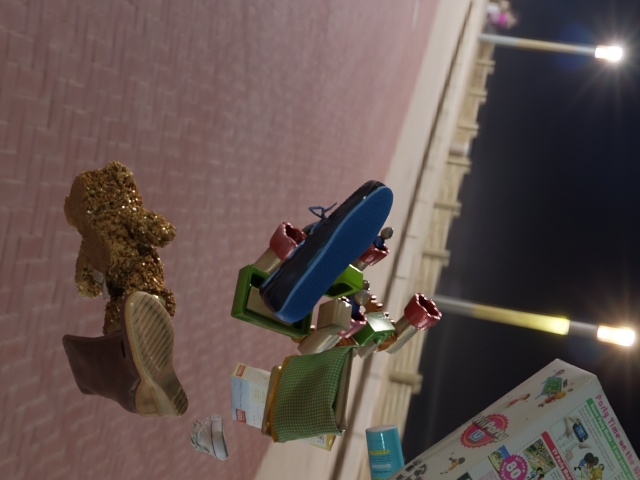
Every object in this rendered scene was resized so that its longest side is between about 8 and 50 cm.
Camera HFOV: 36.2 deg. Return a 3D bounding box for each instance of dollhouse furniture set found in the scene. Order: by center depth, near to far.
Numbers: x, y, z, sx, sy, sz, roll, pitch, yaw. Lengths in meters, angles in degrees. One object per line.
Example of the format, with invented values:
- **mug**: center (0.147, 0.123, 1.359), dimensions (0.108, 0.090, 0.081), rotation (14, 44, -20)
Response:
- **dollhouse furniture set**: center (-0.053, 0.185, 1.697), dimensions (0.197, 0.151, 0.301), rotation (-24, -131, 48)

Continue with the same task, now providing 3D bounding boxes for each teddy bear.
- **teddy bear**: center (-0.327, 0.031, 1.652), dimensions (0.113, 0.338, 0.245), rotation (0, 127, -39)

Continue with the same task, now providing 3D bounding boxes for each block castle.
- **block castle**: center (0.071, 0.101, 2.244), dimensions (0.213, 0.303, 0.453), rotation (-47, 156, 22)

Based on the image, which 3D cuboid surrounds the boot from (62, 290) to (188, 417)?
- **boot**: center (-0.319, 0.169, 1.498), dimensions (0.090, 0.207, 0.248), rotation (-53, 142, -44)

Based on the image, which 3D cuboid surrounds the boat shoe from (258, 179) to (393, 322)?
- **boat shoe**: center (0.000, 0.000, 1.476), dimensions (0.258, 0.089, 0.109), rotation (-45, 140, -12)

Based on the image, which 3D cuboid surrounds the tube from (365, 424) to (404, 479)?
- **tube**: center (0.113, 0.403, 1.579), dimensions (0.052, 0.080, 0.207), rotation (-7, 87, -56)

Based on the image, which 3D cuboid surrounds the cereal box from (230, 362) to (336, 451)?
- **cereal box**: center (-0.078, 0.363, 2.137), dimensions (0.173, 0.240, 0.047), rotation (96, 15, -47)

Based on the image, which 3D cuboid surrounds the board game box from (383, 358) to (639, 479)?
- **board game box**: center (0.223, 0.316, 1.120), dimensions (0.224, 0.303, 0.097), rotation (60, -11, -13)

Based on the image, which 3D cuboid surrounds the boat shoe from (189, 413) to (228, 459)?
- **boat shoe**: center (-0.239, 0.424, 2.084), dimensions (0.226, 0.076, 0.083), rotation (154, -75, -83)
